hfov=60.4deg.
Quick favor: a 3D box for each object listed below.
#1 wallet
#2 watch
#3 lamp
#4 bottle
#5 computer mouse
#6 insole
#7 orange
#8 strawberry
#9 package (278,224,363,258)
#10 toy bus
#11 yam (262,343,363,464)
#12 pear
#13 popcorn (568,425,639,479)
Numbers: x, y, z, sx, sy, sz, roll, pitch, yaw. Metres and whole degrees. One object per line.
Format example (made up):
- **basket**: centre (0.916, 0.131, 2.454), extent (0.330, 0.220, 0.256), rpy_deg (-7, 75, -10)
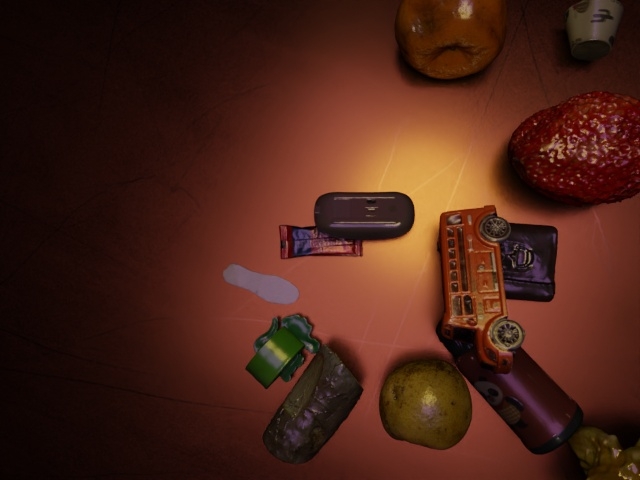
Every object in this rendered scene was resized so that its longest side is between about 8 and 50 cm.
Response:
- **wallet**: centre (0.418, 0.046, 1.245), extent (0.229, 0.049, 0.182), rpy_deg (4, 84, 6)
- **watch**: centre (-0.094, 0.246, 1.247), extent (0.131, 0.152, 0.165), rpy_deg (43, 94, 10)
- **lamp**: centre (0.606, -0.516, 1.220), extent (0.121, 0.121, 0.215), rpy_deg (9, 79, 8)
- **bottle**: centre (0.393, 0.286, 1.191), extent (0.144, 0.144, 0.336), rpy_deg (-43, 80, 3)
- **computer mouse**: centre (0.101, -0.060, 1.274), extent (0.232, 0.057, 0.120), rpy_deg (-1, 62, 3)
- **insole**: centre (-0.146, 0.107, 1.334), extent (0.197, 0.004, 0.065), rpy_deg (18, 89, 8)
- **orange**: centre (0.288, -0.487, 1.210), extent (0.249, 0.249, 0.183), rpy_deg (4, 71, 8)
- **strawberry**: centre (0.536, -0.180, 1.139), extent (0.288, 0.250, 0.239), rpy_deg (-15, 87, -16)
- **package**: centre (0.000, 0.000, 1.313), extent (0.200, 0.022, 0.083), rpy_deg (-2, 86, 7)
- **toy bus**: centre (0.317, 0.102, 1.117), extent (0.153, 0.143, 0.329), rpy_deg (-4, 65, 11)
- **yam**: centre (-0.007, 0.367, 1.230), extent (0.154, 0.154, 0.254), rpy_deg (33, 91, 8)
- **pear**: centre (0.227, 0.344, 1.180), extent (0.197, 0.197, 0.197), rpy_deg (0, 87, 7)
- **popcorn**: centre (0.645, 0.539, 1.089), extent (0.290, 0.321, 0.326), rpy_deg (29, 108, -8)
